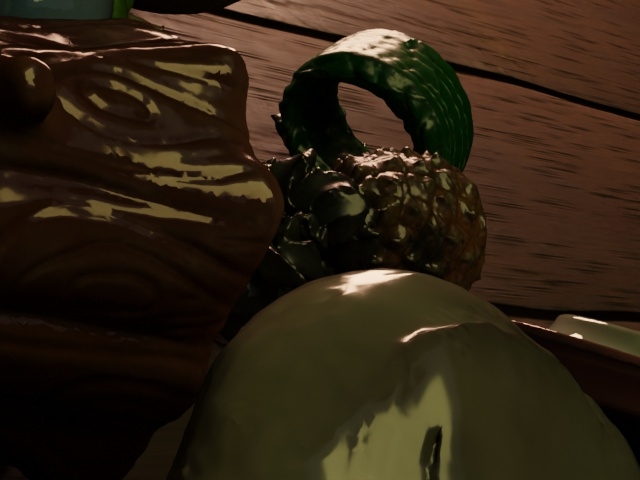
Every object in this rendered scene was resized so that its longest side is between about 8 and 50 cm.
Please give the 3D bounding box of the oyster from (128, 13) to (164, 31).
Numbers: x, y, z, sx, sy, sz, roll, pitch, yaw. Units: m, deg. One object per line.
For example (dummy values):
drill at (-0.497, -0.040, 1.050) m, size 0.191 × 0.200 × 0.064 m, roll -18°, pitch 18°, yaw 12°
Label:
oyster at (-0.144, -0.110, 1.129) m, size 0.163 × 0.081 × 0.191 m, roll 45°, pitch 37°, yaw -18°

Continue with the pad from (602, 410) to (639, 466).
pad at (0.178, 0.192, 1.099) m, size 0.267 × 0.004 × 0.181 m, roll 23°, pitch 65°, yaw -38°

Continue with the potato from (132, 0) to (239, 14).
potato at (-0.131, -0.283, 1.211) m, size 0.326 × 0.243 × 0.221 m, roll 20°, pitch 12°, yaw -41°

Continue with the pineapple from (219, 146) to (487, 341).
pineapple at (0.000, 0.000, 1.141) m, size 0.119 × 0.111 × 0.237 m, roll 22°, pitch 18°, yaw 41°

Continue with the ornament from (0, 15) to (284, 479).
ornament at (-0.172, -0.005, 0.802) m, size 0.217 × 0.221 × 0.235 m, roll 11°, pitch -1°, yaw -42°

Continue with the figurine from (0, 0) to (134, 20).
figurine at (-0.219, -0.121, 0.964) m, size 0.263 × 0.143 × 0.162 m, roll 9°, pitch 52°, yaw -21°

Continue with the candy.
candy at (0.032, 0.162, 0.809) m, size 0.295 × 0.185 × 0.295 m, roll 27°, pitch 53°, yaw -44°

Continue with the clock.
clock at (0.206, 0.090, 1.201) m, size 0.244 × 0.056 × 0.244 m, roll 17°, pitch -6°, yaw 2°

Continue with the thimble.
thimble at (0.037, -0.080, 1.299) m, size 0.130 × 0.118 × 0.090 m, roll 20°, pitch 25°, yaw 15°
